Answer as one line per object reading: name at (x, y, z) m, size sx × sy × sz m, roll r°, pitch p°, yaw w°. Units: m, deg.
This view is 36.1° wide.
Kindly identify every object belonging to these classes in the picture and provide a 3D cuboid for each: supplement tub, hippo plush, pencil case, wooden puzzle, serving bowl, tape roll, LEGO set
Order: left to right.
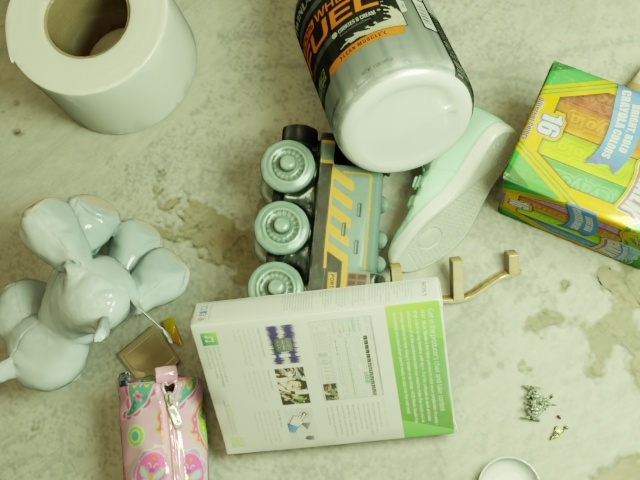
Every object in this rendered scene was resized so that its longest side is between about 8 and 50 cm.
hippo plush at (-0.330, 0.104, 1.386) m, size 0.237 × 0.234 × 0.294 m, roll -52°, pitch 56°, yaw 25°
tape roll at (-0.323, -0.300, 1.472) m, size 0.246 × 0.169 × 0.246 m, roll -2°, pitch 77°, yaw 8°
wooden puzzle at (-0.248, 0.170, 1.428) m, size 0.116 × 0.014 × 0.079 m, roll -33°, pitch 70°, yaw -1°
pencil case at (-0.206, 0.317, 1.329) m, size 0.124 × 0.124 × 0.284 m, roll -7°, pitch 76°, yaw 6°
supplement tub at (0.075, -0.265, 1.363) m, size 0.193 × 0.194 × 0.316 m, roll -21°, pitch 52°, yaw 2°
serving bowl at (0.252, 0.331, 1.310) m, size 0.083 × 0.027 × 0.083 m, roll -2°, pitch 76°, yaw 7°
LEGO set at (0.302, 0.229, 1.330) m, size 0.083 × 0.023 × 0.054 m, roll 35°, pitch 83°, yaw 14°

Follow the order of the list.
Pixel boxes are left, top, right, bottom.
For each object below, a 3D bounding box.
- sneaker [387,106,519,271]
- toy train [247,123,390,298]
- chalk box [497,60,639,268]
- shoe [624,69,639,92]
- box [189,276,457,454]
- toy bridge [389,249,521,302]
sneaker at (0.159, -0.084, 1.407) m, size 0.256 × 0.094 × 0.151 m, roll -54°, pitch 45°, yaw 10°
toy train at (0.000, 0.000, 1.379) m, size 0.190 × 0.142 × 0.334 m, roll 6°, pitch 75°, yaw -3°
chalk box at (0.406, -0.084, 1.312) m, size 0.288 × 0.179 × 0.180 m, roll 22°, pitch 81°, yaw 13°
shoe at (0.532, -0.176, 1.370) m, size 0.219 × 0.076 × 0.058 m, roll 38°, pitch 89°, yaw 17°
box at (0.010, 0.170, 1.294) m, size 0.321 × 0.232 × 0.058 m, roll -6°, pitch 33°, yaw 7°
toy bridge at (0.191, 0.054, 1.373) m, size 0.188 × 0.026 × 0.063 m, roll -6°, pitch 108°, yaw -5°
